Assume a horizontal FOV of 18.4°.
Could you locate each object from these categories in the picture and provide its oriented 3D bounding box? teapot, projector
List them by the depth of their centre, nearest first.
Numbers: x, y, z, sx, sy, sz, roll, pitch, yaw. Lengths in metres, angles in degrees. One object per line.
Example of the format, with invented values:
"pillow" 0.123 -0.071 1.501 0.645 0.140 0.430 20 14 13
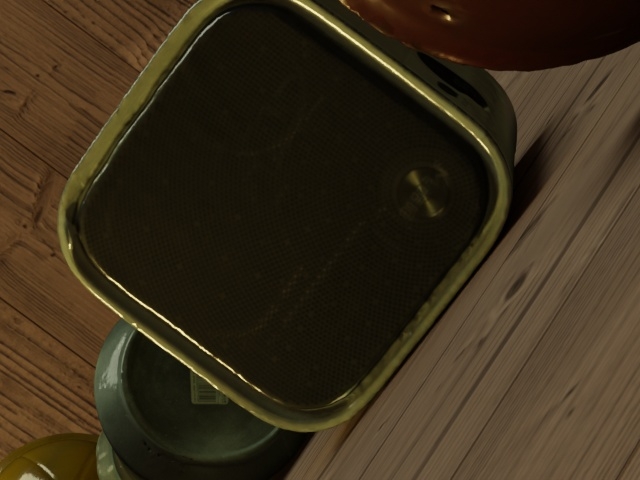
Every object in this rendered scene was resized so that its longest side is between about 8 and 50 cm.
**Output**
"projector" -0.013 -0.045 1.385 0.248 0.248 0.249 -53 2 14
"teapot" -0.104 0.160 1.579 0.225 0.171 0.203 116 158 -63

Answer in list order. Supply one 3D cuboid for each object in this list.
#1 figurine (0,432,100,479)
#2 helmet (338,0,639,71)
"figurine" -0.250 0.316 1.946 0.167 0.192 0.257 -104 21 -53
"helmet" 0.154 -0.270 0.982 0.385 0.337 0.230 -36 11 -11
